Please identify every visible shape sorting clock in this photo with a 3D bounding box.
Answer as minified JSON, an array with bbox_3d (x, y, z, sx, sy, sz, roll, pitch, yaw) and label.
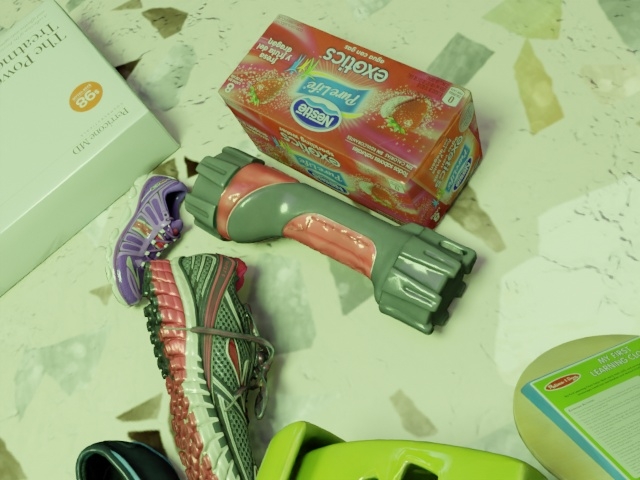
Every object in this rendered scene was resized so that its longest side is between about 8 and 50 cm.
[{"bbox_3d":[0.265,0.146,0.628,0.206,0.040,0.206,-3,34,2],"label":"shape sorting clock"}]

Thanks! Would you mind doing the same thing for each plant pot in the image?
[{"bbox_3d":[0.052,0.269,0.586,0.207,0.228,0.227,8,68,30],"label":"plant pot"}]

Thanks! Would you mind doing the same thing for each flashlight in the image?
[{"bbox_3d":[0.000,0.000,0.801,0.304,0.103,0.103,28,36,24],"label":"flashlight"}]

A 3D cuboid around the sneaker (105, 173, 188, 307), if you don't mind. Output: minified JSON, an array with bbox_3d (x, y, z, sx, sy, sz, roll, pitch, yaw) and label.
[{"bbox_3d":[-0.199,-0.004,0.885,0.071,0.068,0.169,6,67,14],"label":"sneaker"}]

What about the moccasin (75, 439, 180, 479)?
[{"bbox_3d":[-0.145,0.334,0.674,0.138,0.117,0.342,-39,60,-3],"label":"moccasin"}]

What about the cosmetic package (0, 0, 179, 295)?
[{"bbox_3d":[-0.413,-0.105,0.988,0.377,0.097,0.284,-41,63,-4],"label":"cosmetic package"}]

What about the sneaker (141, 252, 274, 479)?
[{"bbox_3d":[-0.094,0.143,0.756,0.112,0.121,0.299,-10,67,-21],"label":"sneaker"}]

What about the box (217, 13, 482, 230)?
[{"bbox_3d":[0.034,-0.127,0.829,0.257,0.128,0.122,30,78,27],"label":"box"}]
